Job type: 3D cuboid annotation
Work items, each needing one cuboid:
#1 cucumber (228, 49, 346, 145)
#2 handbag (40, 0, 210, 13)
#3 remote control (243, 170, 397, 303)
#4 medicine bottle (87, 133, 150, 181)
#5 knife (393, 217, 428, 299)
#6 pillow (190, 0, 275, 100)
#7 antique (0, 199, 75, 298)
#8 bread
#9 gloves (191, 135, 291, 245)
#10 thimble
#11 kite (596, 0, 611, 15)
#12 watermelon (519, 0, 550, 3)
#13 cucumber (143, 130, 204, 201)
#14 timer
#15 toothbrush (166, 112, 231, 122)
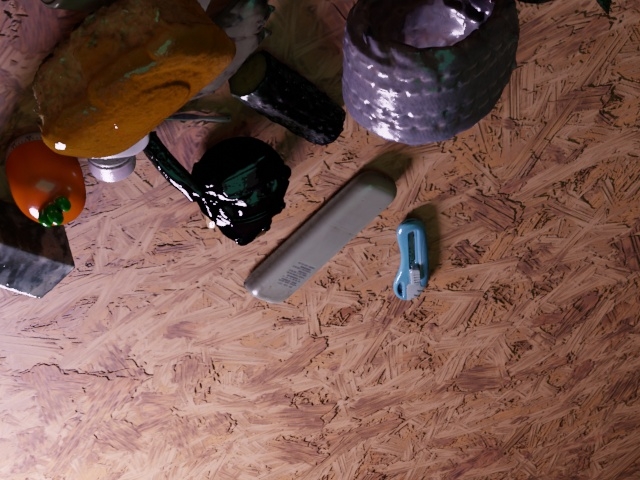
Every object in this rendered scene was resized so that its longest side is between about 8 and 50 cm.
[{"bbox_3d":[-0.036,-0.185,1.860,0.078,0.062,0.211,-37,142,18],"label":"cucumber"},{"bbox_3d":[-0.166,-0.342,1.558,0.315,0.109,0.241,4,138,-37],"label":"handbag"},{"bbox_3d":[-0.001,-0.001,2.138,0.090,0.038,0.309,21,126,-42],"label":"remote control"},{"bbox_3d":[-0.284,-0.159,1.748,0.119,0.069,0.183,-4,141,-3],"label":"medicine bottle"},{"bbox_3d":[0.155,0.036,2.275,0.064,0.031,0.222,-14,143,-6],"label":"knife"},{"bbox_3d":[-0.132,-0.244,1.735,0.093,0.051,0.241,12,137,-44],"label":"pillow"},{"bbox_3d":[-0.438,0.010,1.873,0.086,0.088,0.183,-40,141,24],"label":"antique"},{"bbox_3d":[-0.224,-0.195,1.565,0.245,0.121,0.174,-39,157,17],"label":"bread"},{"bbox_3d":[-0.107,-0.063,1.947,0.164,0.124,0.203,-12,139,16],"label":"gloves"},{"bbox_3d":[0.144,-0.248,1.755,0.236,0.205,0.172,-12,142,-13],"label":"thimble"},{"bbox_3d":[0.334,-0.440,1.722,0.234,0.016,0.321,-46,124,5],"label":"kite"},{"bbox_3d":[0.286,-0.360,1.799,0.111,0.078,0.078,-1,139,-26],"label":"watermelon"},{"bbox_3d":[-0.211,-0.103,1.853,0.033,0.034,0.135,-14,120,45],"label":"cucumber"},{"bbox_3d":[-0.363,-0.073,1.781,0.099,0.136,0.136,-35,143,8],"label":"timer"},{"bbox_3d":[-0.184,-0.170,1.844,0.131,0.011,0.013,-1,160,-28],"label":"toothbrush"}]
